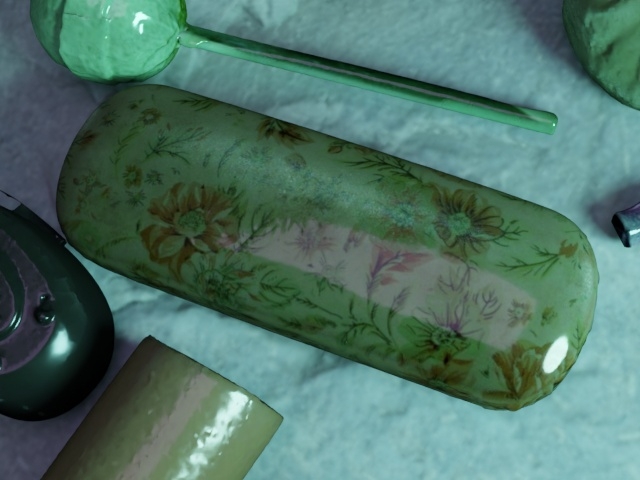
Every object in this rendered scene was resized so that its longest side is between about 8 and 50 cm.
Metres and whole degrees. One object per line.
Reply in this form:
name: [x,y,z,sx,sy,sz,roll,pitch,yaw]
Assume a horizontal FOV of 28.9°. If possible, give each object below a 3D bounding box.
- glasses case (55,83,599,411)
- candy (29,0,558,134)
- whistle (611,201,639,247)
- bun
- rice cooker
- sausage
glasses case: [0.000,0.000,0.949,0.425,0.098,0.157,19,80,12]
candy: [-0.024,-0.145,1.005,0.439,0.119,0.119,15,76,5]
whistle: [0.308,-0.039,0.953,0.176,0.033,0.033,-23,72,1]
bun: [0.286,-0.191,0.959,0.195,0.118,0.195,-3,75,10]
rice cooker: [-0.253,0.046,0.960,0.203,0.118,0.142,41,83,13]
sausage: [-0.146,0.198,0.900,0.123,0.123,0.253,32,81,15]
